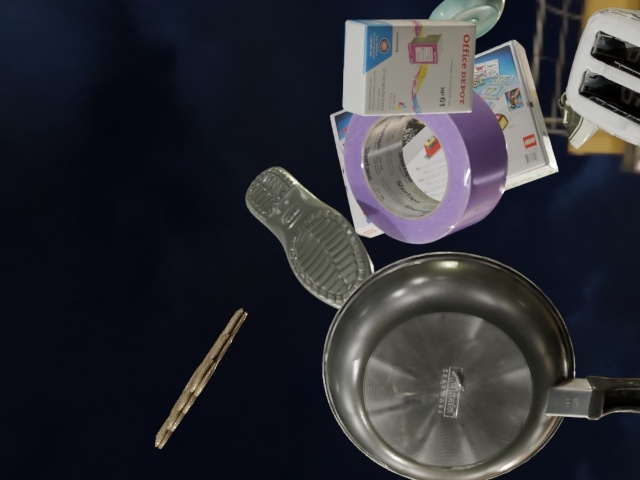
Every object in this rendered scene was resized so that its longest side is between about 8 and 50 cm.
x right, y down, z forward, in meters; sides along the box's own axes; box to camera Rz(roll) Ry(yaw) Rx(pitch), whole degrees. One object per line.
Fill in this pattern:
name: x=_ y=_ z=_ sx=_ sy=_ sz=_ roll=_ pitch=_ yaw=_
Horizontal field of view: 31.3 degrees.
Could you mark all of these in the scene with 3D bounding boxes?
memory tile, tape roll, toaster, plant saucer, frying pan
memory tile: x=-0.120 y=0.137 z=1.136 sx=0.012 sy=0.148 sz=0.113 roll=32 pitch=-135 yaw=-3
tape roll: x=0.123 y=-0.096 z=1.360 sx=0.080 sy=0.189 sz=0.189 roll=-20 pitch=-71 yaw=-44
toaster: x=0.350 y=-0.151 z=1.121 sx=0.146 sy=0.227 sz=0.129 roll=1 pitch=-65 yaw=-28
plant saucer: x=0.216 y=-0.323 z=1.667 sx=0.119 sy=0.119 sz=0.021 roll=7 pitch=-124 yaw=-43
frying pan: x=0.155 y=0.137 z=0.887 sx=0.326 sy=0.053 sz=0.197 roll=28 pitch=-72 yaw=-2

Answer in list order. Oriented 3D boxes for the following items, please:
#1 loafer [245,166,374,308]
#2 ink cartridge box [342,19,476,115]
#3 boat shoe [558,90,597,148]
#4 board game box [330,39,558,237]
loafer: x=0.000 y=0.000 z=1.427 sx=0.094 sy=0.251 sz=0.087 roll=-43 pitch=-40 yaw=7
ink cartridge box: x=0.088 y=-0.170 z=1.118 sx=0.122 sy=0.052 sz=0.089 roll=-5 pitch=-74 yaw=-23
boat shoe: x=0.401 y=-0.205 z=1.728 sx=0.078 sy=0.070 sz=0.219 roll=-46 pitch=-12 yaw=-8
board game box: x=0.172 y=-0.143 z=1.653 sx=0.053 sy=0.305 sz=0.193 roll=16 pitch=-121 yaw=-60
